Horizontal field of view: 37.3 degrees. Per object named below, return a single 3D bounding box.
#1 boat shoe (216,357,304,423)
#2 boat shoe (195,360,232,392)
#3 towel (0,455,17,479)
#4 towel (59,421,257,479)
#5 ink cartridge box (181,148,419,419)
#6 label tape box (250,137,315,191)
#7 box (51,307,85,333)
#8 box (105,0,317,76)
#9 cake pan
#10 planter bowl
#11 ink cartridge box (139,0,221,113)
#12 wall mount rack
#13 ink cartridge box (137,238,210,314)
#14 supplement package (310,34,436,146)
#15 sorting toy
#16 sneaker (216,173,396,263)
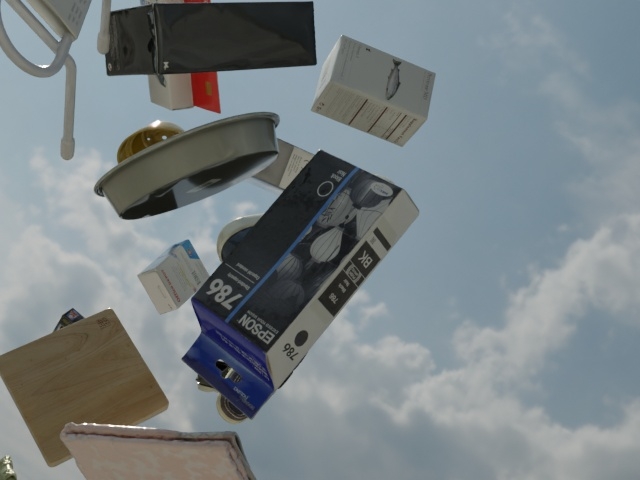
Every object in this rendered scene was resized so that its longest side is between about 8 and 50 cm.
[{"bbox_3d":[-0.111,0.268,2.007,0.103,0.285,0.092,46,-37,0],"label":"boat shoe"},{"bbox_3d":[-0.201,0.310,2.146,0.228,0.081,0.068,0,-79,42],"label":"boat shoe"},{"bbox_3d":[-0.638,0.495,1.830,0.027,0.148,0.110,36,-4,-26],"label":"towel"},{"bbox_3d":[-0.238,0.426,1.590,0.317,0.053,0.331,-2,-51,21],"label":"towel"},{"bbox_3d":[-0.041,0.046,1.188,0.165,0.332,0.065,29,-14,42],"label":"ink cartridge box"},{"bbox_3d":[-0.053,-0.143,2.147,0.334,0.105,0.241,22,-2,-26],"label":"label tape box"},{"bbox_3d":[-0.554,0.295,2.287,0.233,0.044,0.159,40,-61,5],"label":"box"},{"bbox_3d":[-0.164,-0.298,1.401,0.184,0.261,0.103,16,-68,53],"label":"box"},{"bbox_3d":[-0.186,-0.104,1.396,0.293,0.293,0.054,-29,-97,57],"label":"cake pan"},{"bbox_3d":[-0.384,-0.226,2.318,0.217,0.090,0.217,-2,-39,-2],"label":"planter bowl"},{"bbox_3d":[-0.317,-0.436,2.097,0.261,0.066,0.296,26,-56,55],"label":"ink cartridge box"},{"bbox_3d":[-0.322,-0.282,1.130,0.131,0.350,0.304,-12,-42,24],"label":"wall mount rack"},{"bbox_3d":[-0.271,0.067,1.755,0.052,0.122,0.088,-18,-73,31],"label":"ink cartridge box"},{"bbox_3d":[0.091,-0.255,1.630,0.179,0.105,0.105,19,-29,-12],"label":"supplement package"},{"bbox_3d":[-0.480,0.304,1.911,0.255,0.257,0.089,53,-30,24],"label":"sorting toy"},{"bbox_3d":[0.000,0.000,1.676,0.148,0.350,0.131,56,-17,42],"label":"sneaker"}]
